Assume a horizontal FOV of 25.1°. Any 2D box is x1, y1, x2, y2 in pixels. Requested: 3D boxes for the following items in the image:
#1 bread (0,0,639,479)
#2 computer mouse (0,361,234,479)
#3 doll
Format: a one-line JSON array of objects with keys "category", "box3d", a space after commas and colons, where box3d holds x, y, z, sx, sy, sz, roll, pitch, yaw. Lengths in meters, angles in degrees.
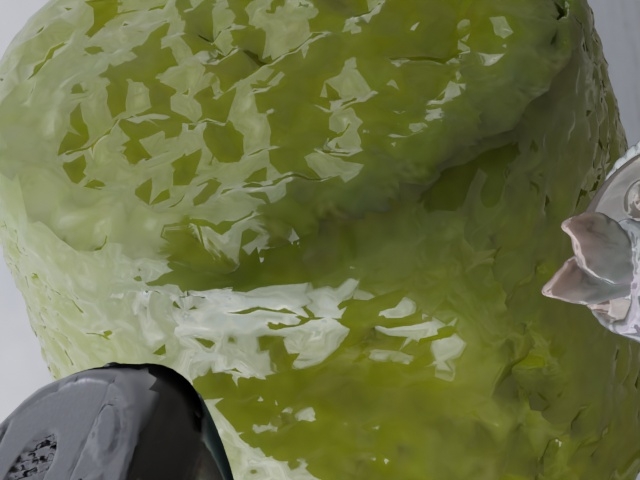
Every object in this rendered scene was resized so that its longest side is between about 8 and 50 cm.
[{"category": "bread", "box3d": [0.000, 0.000, 0.740, 0.308, 0.348, 0.348, 69, -167, -49]}, {"category": "computer mouse", "box3d": [-0.091, 0.150, 0.483, 0.096, 0.137, 0.233, 38, -129, -24]}, {"category": "doll", "box3d": [0.133, 0.005, 0.507, 0.084, 0.127, 0.073, 46, 133, 27]}]
